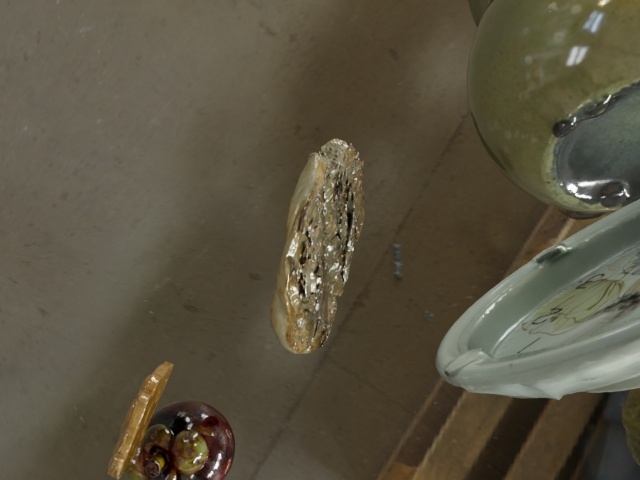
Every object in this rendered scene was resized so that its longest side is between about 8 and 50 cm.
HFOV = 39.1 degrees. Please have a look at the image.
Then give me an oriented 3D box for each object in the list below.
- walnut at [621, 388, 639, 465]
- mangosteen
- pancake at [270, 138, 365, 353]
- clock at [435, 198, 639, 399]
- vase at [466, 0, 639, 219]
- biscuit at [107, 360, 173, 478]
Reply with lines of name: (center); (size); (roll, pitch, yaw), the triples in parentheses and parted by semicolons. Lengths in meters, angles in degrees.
walnut: (0.644, 0.301, 1.492); (0.283, 0.283, 0.227); (-2, 101, -21)
mangosteen: (-0.243, 0.363, 1.540); (0.200, 0.200, 0.199); (1, 88, -21)
pancake: (0.001, 0.000, 1.573); (0.071, 0.382, 0.382); (11, 84, 15)
clock: (0.168, 0.020, 0.431); (0.236, 0.236, 0.053); (-32, 94, -19)
vase: (0.251, -0.161, 0.886); (0.241, 0.329, 0.302); (-10, 50, -1)
biscuit: (-0.280, 0.271, 1.406); (0.035, 0.250, 0.162); (25, 121, -2)
